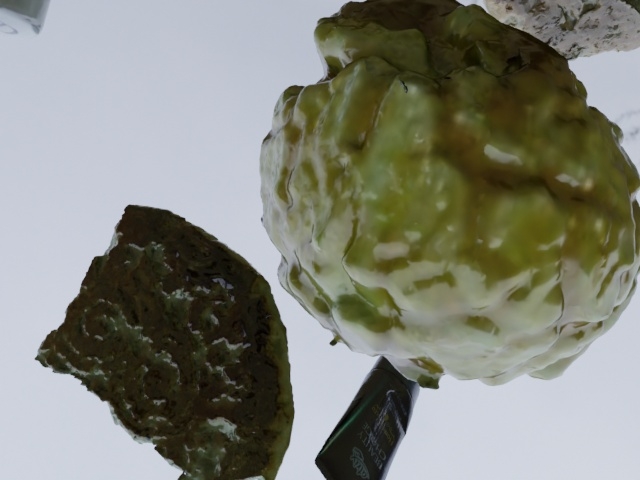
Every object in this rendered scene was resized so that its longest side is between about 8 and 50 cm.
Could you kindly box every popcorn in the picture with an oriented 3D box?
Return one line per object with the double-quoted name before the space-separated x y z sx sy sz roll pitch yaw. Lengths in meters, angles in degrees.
"popcorn" 0.095 -0.026 0.734 0.282 0.247 0.282 28 -165 -8

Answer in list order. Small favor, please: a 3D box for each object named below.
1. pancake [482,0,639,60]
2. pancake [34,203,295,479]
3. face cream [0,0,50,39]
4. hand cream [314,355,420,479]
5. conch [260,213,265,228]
"pancake" 0.290 -0.323 0.963 0.356 0.356 0.065 3 -147 -24
"pancake" -0.184 0.156 1.423 0.427 0.305 0.067 43 176 20
"face cream" -0.277 -0.353 1.028 0.089 0.314 0.143 3 166 29
"hand cream" 0.066 0.259 1.419 0.120 0.061 0.270 59 -147 -15
"conch" -0.012 0.001 1.434 0.127 0.255 0.158 -12 174 -11
